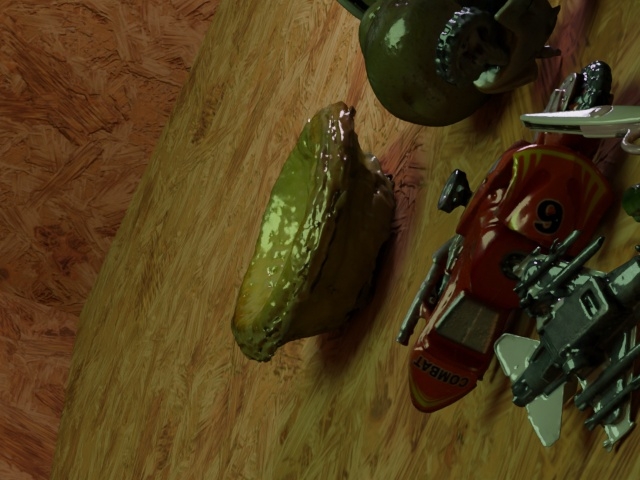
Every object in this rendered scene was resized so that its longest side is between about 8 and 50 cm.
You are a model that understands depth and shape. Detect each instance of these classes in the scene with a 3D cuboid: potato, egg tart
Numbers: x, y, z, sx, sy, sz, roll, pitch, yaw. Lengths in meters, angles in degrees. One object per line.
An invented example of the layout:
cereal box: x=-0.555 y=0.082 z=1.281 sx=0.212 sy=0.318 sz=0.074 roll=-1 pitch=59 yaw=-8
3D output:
potato: x=0.102 y=-0.191 z=1.701 sx=0.194 sy=0.157 sz=0.157 roll=27 pitch=97 yaw=65
egg tart: x=0.000 y=0.000 z=1.916 sx=0.315 sy=0.120 sz=0.315 roll=-160 pitch=90 yaw=-79

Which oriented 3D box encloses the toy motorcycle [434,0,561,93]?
toy motorcycle: x=0.180 y=-0.224 z=1.546 sx=0.094 sy=0.130 sz=0.229 roll=28 pitch=81 yaw=37

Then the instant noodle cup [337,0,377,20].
instant noodle cup: x=0.126 y=-0.353 z=1.796 sx=0.236 sy=0.215 sz=0.216 roll=-45 pitch=27 yaw=42

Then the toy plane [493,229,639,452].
toy plane: x=0.189 y=0.050 z=1.180 sx=0.234 sy=0.082 sz=0.160 roll=-59 pitch=44 yaw=42

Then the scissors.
scissors: x=0.208 y=-0.085 z=1.234 sx=0.085 sy=0.022 sz=0.176 roll=-39 pitch=25 yaw=-29

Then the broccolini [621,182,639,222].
broccolini: x=0.268 y=-0.049 z=1.132 sx=0.254 sy=0.071 sz=0.058 roll=127 pitch=123 yaw=-70

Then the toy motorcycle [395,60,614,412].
toy motorcycle: x=0.150 y=-0.006 z=1.385 sx=0.171 sy=0.089 sz=0.298 roll=-86 pitch=21 yaw=-54
